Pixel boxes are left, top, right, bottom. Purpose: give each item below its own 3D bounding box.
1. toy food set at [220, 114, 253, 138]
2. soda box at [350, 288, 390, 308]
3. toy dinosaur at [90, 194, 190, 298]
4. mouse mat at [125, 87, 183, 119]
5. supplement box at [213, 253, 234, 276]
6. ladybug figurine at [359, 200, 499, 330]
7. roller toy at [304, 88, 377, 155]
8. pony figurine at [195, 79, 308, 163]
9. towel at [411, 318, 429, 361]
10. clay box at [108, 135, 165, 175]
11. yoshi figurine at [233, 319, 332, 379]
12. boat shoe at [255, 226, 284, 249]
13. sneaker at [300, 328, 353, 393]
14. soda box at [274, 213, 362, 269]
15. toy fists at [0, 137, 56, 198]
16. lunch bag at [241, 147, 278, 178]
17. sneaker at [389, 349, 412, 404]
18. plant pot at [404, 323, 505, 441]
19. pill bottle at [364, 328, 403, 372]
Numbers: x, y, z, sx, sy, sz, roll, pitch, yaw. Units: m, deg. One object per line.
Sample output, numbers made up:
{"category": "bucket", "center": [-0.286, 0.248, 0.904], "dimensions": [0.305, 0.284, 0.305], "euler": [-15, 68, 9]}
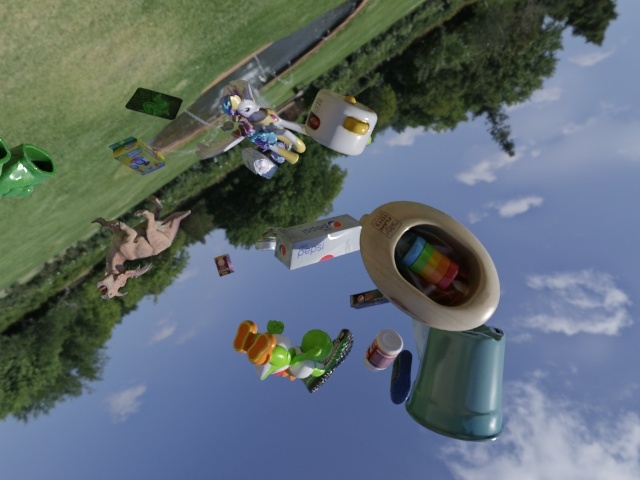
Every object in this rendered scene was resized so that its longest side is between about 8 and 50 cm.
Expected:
{"category": "toy food set", "center": [-0.236, -0.334, 1.302], "dimensions": [0.019, 0.078, 0.122], "euler": [-43, -164, 35]}
{"category": "soda box", "center": [0.208, 0.241, 1.847], "dimensions": [0.169, 0.060, 0.053], "euler": [-17, -117, 30]}
{"category": "toy dinosaur", "center": [-0.474, 0.009, 1.195], "dimensions": [0.296, 0.200, 0.127], "euler": [-26, -151, -13]}
{"category": "mouse mat", "center": [-0.544, -0.454, 1.469], "dimensions": [0.189, 0.153, 0.007], "euler": [-97, -156, -51]}
{"category": "supplement box", "center": [-0.400, 0.102, 1.844], "dimensions": [0.055, 0.083, 0.043], "euler": [-19, 179, 10]}
{"category": "ladybug figurine", "center": [0.292, 0.071, 1.269], "dimensions": [0.305, 0.449, 0.162], "euler": [-50, -179, -14]}
{"category": "roller toy", "center": [0.061, -0.352, 1.303], "dimensions": [0.146, 0.191, 0.209], "euler": [-65, 171, 23]}
{"category": "pony figurine", "center": [-0.222, -0.390, 1.499], "dimensions": [0.351, 0.363, 0.302], "euler": [1, -107, 51]}
{"category": "towel", "center": [0.483, 0.379, 1.911], "dimensions": [0.090, 0.320, 0.374], "euler": [-5, 173, -7]}
{"category": "clay box", "center": [-0.805, -0.370, 1.956], "dimensions": [0.127, 0.053, 0.222], "euler": [-20, 161, 11]}
{"category": "yoshi figurine", "center": [-0.091, 0.344, 1.466], "dimensions": [0.203, 0.362, 0.203], "euler": [-27, -128, 28]}
{"category": "boat shoe", "center": [-0.202, -0.009, 1.819], "dimensions": [0.109, 0.094, 0.302], "euler": [0, -178, 3]}
{"category": "sneaker", "center": [0.012, 0.495, 1.891], "dimensions": [0.343, 0.146, 0.134], "euler": [-52, 162, 21]}
{"category": "soda box", "center": [0.000, 0.000, 1.392], "dimensions": [0.286, 0.098, 0.091], "euler": [-14, -144, -37]}
{"category": "toy fists", "center": [-0.701, -0.150, 0.940], "dimensions": [0.142, 0.096, 0.279], "euler": [-22, 179, 2]}
{"category": "lunch bag", "center": [-0.168, -0.207, 1.185], "dimensions": [0.071, 0.083, 0.053], "euler": [42, -81, 33]}
{"category": "sneaker", "center": [0.339, 0.584, 1.887], "dimensions": [0.090, 0.081, 0.232], "euler": [105, 5, -63]}
{"category": "plant pot", "center": [0.489, 0.458, 1.560], "dimensions": [0.341, 0.334, 0.341], "euler": [6, -174, -1]}
{"category": "pill bottle", "center": [0.192, 0.351, 1.399], "dimensions": [0.086, 0.086, 0.152], "euler": [-50, 168, -45]}
